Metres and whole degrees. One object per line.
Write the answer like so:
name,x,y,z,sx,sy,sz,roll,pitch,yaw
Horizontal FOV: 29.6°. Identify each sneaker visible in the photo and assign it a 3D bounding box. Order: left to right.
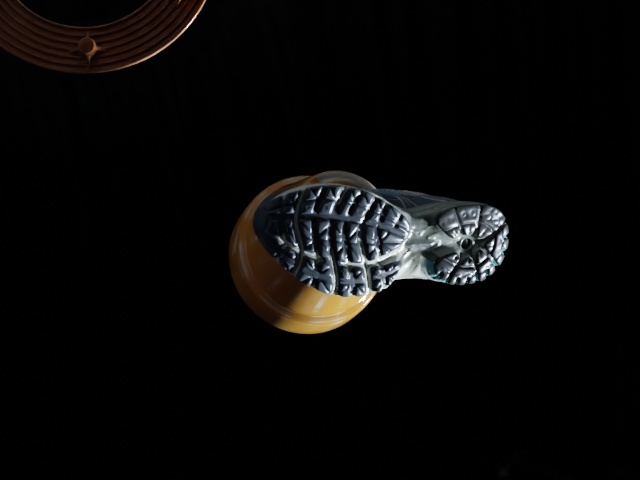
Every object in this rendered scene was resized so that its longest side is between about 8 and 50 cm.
sneaker,0.049,-0.005,1.255,0.283,0.110,0.122,6,-171,-30

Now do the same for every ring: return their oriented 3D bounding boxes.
ring,-0.293,-0.372,1.497,0.336,0.337,0.032,-9,173,-5

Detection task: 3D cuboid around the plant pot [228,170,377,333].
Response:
plant pot,0.000,0.000,1.536,0.205,0.205,0.188,-12,168,-18
